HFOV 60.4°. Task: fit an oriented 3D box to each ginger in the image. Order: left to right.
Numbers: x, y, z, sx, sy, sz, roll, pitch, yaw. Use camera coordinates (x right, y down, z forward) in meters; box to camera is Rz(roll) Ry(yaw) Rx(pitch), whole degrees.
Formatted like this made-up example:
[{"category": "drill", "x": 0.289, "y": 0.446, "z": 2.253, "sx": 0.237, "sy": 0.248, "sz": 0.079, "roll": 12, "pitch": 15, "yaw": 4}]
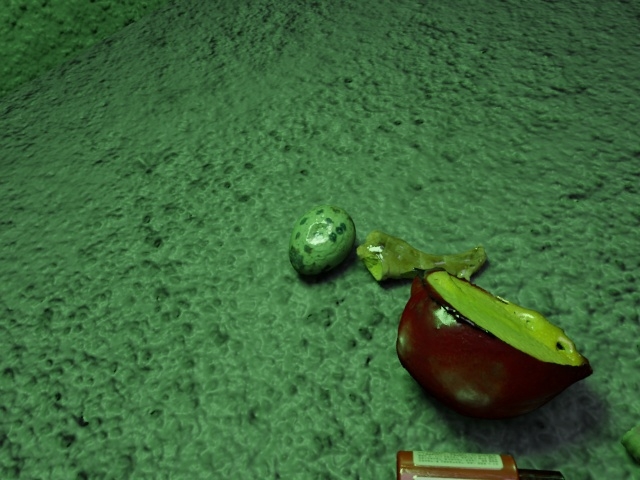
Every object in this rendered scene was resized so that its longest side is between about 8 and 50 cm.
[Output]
[{"category": "ginger", "x": 0.229, "y": 0.038, "z": 1.255, "sx": 0.295, "sy": 0.086, "sz": 0.131, "roll": 2, "pitch": 43, "yaw": -1}]

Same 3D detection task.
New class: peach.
[{"category": "peach", "x": 0.301, "y": 0.216, "z": 1.034, "sx": 0.362, "sy": 0.201, "sz": 0.258, "roll": 25, "pitch": 19, "yaw": 9}]

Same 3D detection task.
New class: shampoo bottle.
[{"category": "shampoo bottle", "x": 0.270, "y": 0.417, "z": 0.934, "sx": 0.278, "sy": 0.104, "sz": 0.104, "roll": 0, "pitch": 53, "yaw": 8}]

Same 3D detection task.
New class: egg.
[{"category": "egg", "x": 0.000, "y": 0.000, "z": 1.271, "sx": 0.141, "sy": 0.141, "sz": 0.181, "roll": 33, "pitch": 74, "yaw": 28}]

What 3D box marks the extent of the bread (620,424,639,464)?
[{"category": "bread", "x": 0.673, "y": 0.408, "z": 0.857, "sx": 0.187, "sy": 0.155, "sz": 0.338, "roll": -27, "pitch": 54, "yaw": -7}]
